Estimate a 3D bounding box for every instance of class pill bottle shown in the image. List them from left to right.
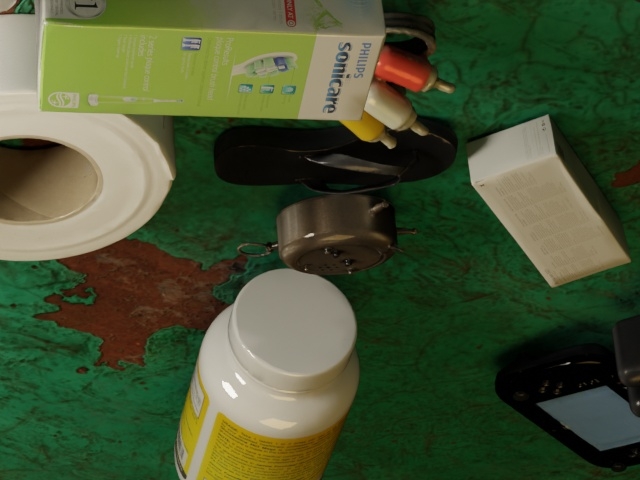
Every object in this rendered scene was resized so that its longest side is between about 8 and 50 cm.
[{"bbox_3d":[-0.059,0.181,2.317,0.188,0.188,0.334,2,146,-12],"label":"pill bottle"}]

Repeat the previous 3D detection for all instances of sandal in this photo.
[{"bbox_3d":[0.017,-0.076,2.064,0.254,0.054,0.097,-4,146,-2],"label":"sandal"}]

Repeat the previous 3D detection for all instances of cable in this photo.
[{"bbox_3d":[-0.002,-0.176,1.849,0.287,0.072,0.139,18,134,-32],"label":"cable"}]

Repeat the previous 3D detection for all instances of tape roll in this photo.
[{"bbox_3d":[-0.287,-0.096,1.951,0.286,0.100,0.286,-4,145,-3],"label":"tape roll"}]

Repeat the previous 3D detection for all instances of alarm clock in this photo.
[{"bbox_3d":[0.000,0.000,2.152,0.192,0.064,0.129,-8,161,19],"label":"alarm clock"}]

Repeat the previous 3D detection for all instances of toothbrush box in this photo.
[{"bbox_3d":[-0.100,-0.220,1.698,0.283,0.206,0.122,2,145,-11],"label":"toothbrush box"}]

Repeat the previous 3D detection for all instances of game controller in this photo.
[{"bbox_3d":[0.358,0.216,2.525,0.166,0.067,0.319,-10,150,35],"label":"game controller"}]

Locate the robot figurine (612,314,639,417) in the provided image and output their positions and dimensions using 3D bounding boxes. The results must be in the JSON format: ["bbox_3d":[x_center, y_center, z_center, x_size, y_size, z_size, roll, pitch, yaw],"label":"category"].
[{"bbox_3d":[0.487,0.119,2.330,0.278,0.174,0.209,-15,169,14],"label":"robot figurine"}]

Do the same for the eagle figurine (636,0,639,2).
[{"bbox_3d":[0.385,-0.218,1.836,0.226,0.225,0.298,-43,110,-13],"label":"eagle figurine"}]

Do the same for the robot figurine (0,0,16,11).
[{"bbox_3d":[-0.379,-0.298,1.543,0.300,0.200,0.353,-14,147,31],"label":"robot figurine"}]

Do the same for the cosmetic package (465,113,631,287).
[{"bbox_3d":[0.248,-0.040,2.149,0.099,0.060,0.239,-20,143,17],"label":"cosmetic package"}]
